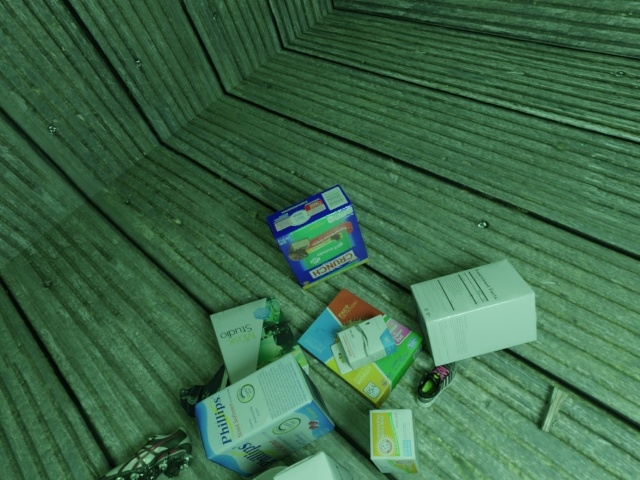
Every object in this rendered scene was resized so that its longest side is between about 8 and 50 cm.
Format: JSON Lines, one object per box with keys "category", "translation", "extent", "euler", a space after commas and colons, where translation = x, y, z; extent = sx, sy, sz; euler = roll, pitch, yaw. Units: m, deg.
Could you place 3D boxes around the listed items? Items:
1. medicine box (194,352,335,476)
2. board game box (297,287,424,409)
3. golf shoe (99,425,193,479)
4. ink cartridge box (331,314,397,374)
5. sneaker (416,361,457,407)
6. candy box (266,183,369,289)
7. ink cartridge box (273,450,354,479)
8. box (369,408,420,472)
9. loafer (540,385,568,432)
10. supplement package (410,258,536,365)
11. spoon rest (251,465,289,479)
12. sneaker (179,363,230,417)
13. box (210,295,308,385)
{"category": "medicine box", "translation": [-0.141, 0.480, 1.140], "extent": [0.289, 0.264, 0.149], "euler": [-28, 50, -5]}
{"category": "board game box", "translation": [0.122, 0.323, 1.309], "extent": [0.316, 0.064, 0.242], "euler": [29, 66, 33]}
{"category": "golf shoe", "translation": [-0.509, 0.654, 1.244], "extent": [0.272, 0.105, 0.120], "euler": [-19, 34, -5]}
{"category": "ink cartridge box", "translation": [0.121, 0.307, 1.239], "extent": [0.180, 0.060, 0.104], "euler": [-24, 51, -1]}
{"category": "sneaker", "translation": [0.329, 0.389, 1.186], "extent": [0.063, 0.075, 0.170], "euler": [33, 68, 34]}
{"category": "candy box", "translation": [0.000, 0.000, 1.434], "extent": [0.268, 0.317, 0.122], "euler": [-25, 52, -1]}
{"category": "ink cartridge box", "translation": [0.029, 0.633, 0.941], "extent": [0.131, 0.306, 0.226], "euler": [-26, 50, -3]}
{"category": "box", "translation": [0.189, 0.507, 1.055], "extent": [0.103, 0.203, 0.114], "euler": [-7, 52, 13]}
{"category": "loafer", "translation": [0.604, 0.439, 1.084], "extent": [0.039, 0.045, 0.125], "euler": [22, 60, 23]}
{"category": "supplement package", "translation": [0.433, 0.204, 1.206], "extent": [0.292, 0.178, 0.175], "euler": [-16, 29, 5]}
{"category": "spoon rest", "translation": [-0.171, 0.682, 1.102], "extent": [0.276, 0.084, 0.137], "euler": [-17, 51, 9]}
{"category": "sneaker", "translation": [-0.355, 0.453, 1.344], "extent": [0.163, 0.086, 0.226], "euler": [2, 55, 16]}
{"category": "box", "translation": [-0.203, 0.330, 1.347], "extent": [0.232, 0.059, 0.322], "euler": [-16, 42, -19]}
